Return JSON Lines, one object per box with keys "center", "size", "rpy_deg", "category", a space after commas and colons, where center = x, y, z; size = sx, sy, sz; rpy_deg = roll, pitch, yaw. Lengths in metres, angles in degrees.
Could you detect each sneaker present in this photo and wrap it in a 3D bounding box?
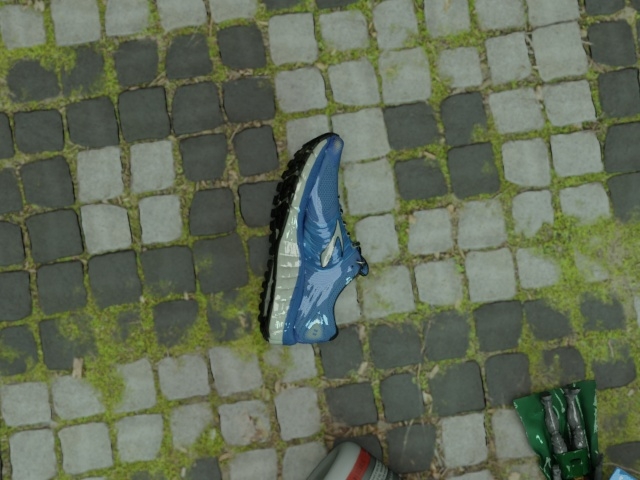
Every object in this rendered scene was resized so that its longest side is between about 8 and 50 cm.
{"center": [0.000, 0.000, 1.646], "size": [0.147, 0.130, 0.330], "rpy_deg": [9, 91, -15], "category": "sneaker"}

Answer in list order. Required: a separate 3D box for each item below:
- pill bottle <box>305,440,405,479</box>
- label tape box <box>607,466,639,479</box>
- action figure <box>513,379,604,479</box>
{"center": [0.120, 0.479, 1.570], "size": [0.363, 0.210, 0.210], "rpy_deg": [37, 87, 1], "category": "pill bottle"}
{"center": [0.501, 0.510, 1.544], "size": [0.333, 0.106, 0.241], "rpy_deg": [33, 87, 10], "category": "label tape box"}
{"center": [0.389, 0.344, 1.659], "size": [0.137, 0.063, 0.232], "rpy_deg": [-13, 91, -5], "category": "action figure"}
